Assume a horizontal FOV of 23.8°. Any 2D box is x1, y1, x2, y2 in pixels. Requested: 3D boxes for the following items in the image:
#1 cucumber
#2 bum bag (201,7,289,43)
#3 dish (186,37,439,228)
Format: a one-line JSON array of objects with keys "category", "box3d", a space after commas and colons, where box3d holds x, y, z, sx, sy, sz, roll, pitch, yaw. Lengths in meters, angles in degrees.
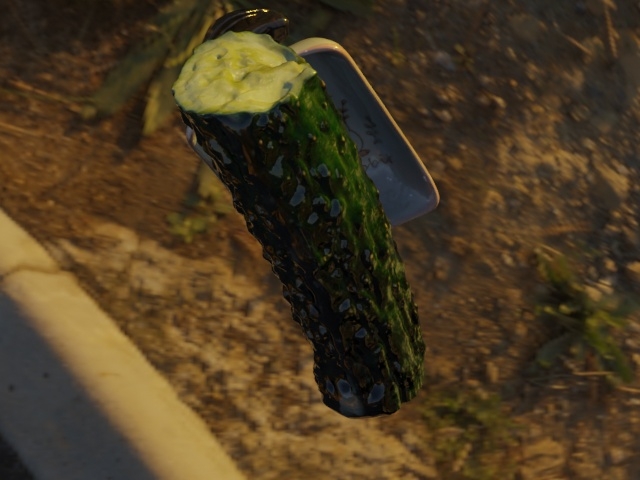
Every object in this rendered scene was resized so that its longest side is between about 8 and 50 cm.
[{"category": "cucumber", "box3d": [0.000, 0.001, 0.606, 0.058, 0.187, 0.058, -13, 44, 13]}, {"category": "bum bag", "box3d": [-0.043, -0.103, 0.799, 0.058, 0.124, 0.034, -36, 98, -1]}, {"category": "dish", "box3d": [-0.010, -0.081, 1.303, 0.151, 0.212, 0.077, -30, 40, 9]}]
